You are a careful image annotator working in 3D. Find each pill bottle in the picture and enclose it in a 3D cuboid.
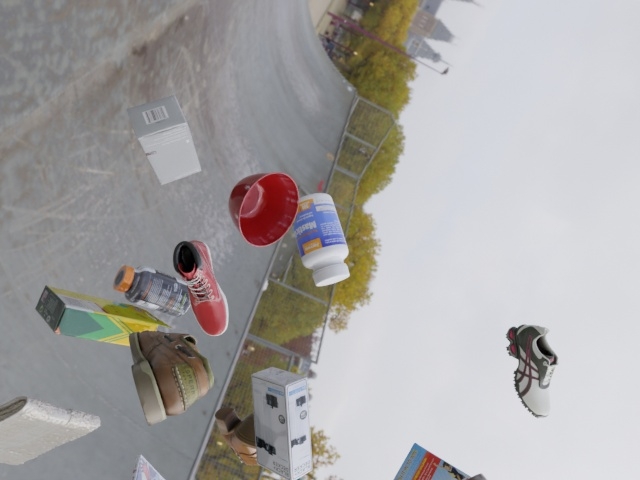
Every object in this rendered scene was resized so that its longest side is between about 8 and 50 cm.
[{"bbox_3d":[-0.569,0.166,1.543,0.131,0.246,0.130,-26,-131,35],"label":"pill bottle"},{"bbox_3d":[0.000,0.000,1.441,0.152,0.153,0.271,131,-55,-63],"label":"pill bottle"}]

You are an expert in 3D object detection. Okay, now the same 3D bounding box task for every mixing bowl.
[{"bbox_3d":[-0.148,-0.087,1.068,0.181,0.098,0.181,-30,133,-37],"label":"mixing bowl"}]

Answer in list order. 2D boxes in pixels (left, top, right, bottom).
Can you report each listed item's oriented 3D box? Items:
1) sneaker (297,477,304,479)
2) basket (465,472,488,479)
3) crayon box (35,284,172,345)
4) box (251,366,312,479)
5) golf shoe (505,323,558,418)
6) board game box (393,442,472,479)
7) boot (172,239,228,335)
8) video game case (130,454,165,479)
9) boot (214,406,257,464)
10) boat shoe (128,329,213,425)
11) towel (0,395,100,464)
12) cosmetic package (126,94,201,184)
[{"bbox_3d":[-0.030,0.942,1.497,0.121,0.108,0.301,-33,-109,55],"label":"sneaker"},{"bbox_3d":[0.369,0.652,0.989,0.204,0.154,0.226,-56,-133,27],"label":"basket"},{"bbox_3d":[-0.619,0.229,1.313,0.202,0.319,0.081,15,-98,45],"label":"crayon box"},{"bbox_3d":[-0.118,0.549,1.373,0.169,0.087,0.289,1,-84,43],"label":"box"},{"bbox_3d":[0.632,0.382,1.326,0.120,0.105,0.272,-26,-108,55],"label":"golf shoe"},{"bbox_3d":[0.393,0.936,1.591,0.308,0.302,0.086,-47,142,-29],"label":"board game box"},{"bbox_3d":[-0.284,0.120,1.065,0.176,0.089,0.244,-170,-115,-85],"label":"boot"},{"bbox_3d":[-0.571,0.842,1.493,0.183,0.023,0.201,-101,174,-54],"label":"video game case"},{"bbox_3d":[-0.245,0.712,1.576,0.284,0.220,0.109,-1,-153,40],"label":"boot"},{"bbox_3d":[-0.245,0.207,0.738,0.307,0.105,0.110,10,-66,64],"label":"boat shoe"},{"bbox_3d":[-0.648,0.416,0.985,0.282,0.187,0.049,-26,-131,16],"label":"towel"},{"bbox_3d":[-0.400,-0.255,1.183,0.127,0.107,0.238,-23,161,-12],"label":"cosmetic package"}]
